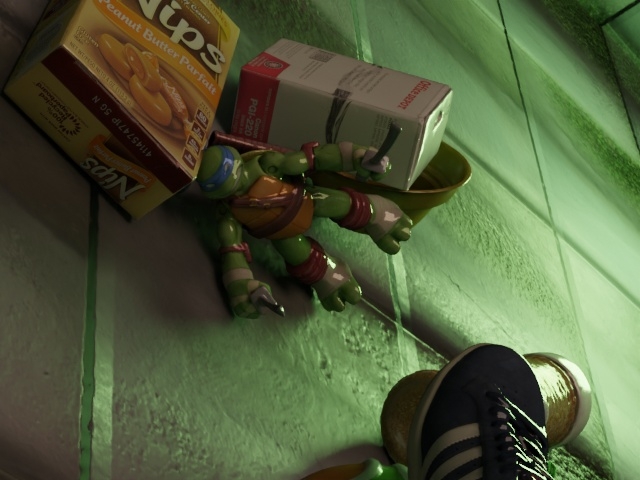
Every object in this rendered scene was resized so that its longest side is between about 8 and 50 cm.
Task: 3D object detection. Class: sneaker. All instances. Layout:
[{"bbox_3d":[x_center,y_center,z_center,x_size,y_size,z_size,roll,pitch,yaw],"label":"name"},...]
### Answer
[{"bbox_3d":[0.139,0.192,1.135,0.131,0.148,0.350,36,41,-17],"label":"sneaker"}]

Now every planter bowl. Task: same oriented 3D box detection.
[{"bbox_3d":[0.063,-0.065,1.856,0.217,0.090,0.217,9,25,-4],"label":"planter bowl"}]

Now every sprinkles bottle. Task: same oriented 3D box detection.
[{"bbox_3d":[0.198,0.198,1.815,0.355,0.121,0.121,1,61,-60],"label":"sprinkles bottle"}]

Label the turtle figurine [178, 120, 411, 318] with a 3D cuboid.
[{"bbox_3d":[0.000,0.000,1.601,0.266,0.274,0.198,27,73,-54],"label":"turtle figurine"}]

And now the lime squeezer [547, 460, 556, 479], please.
[{"bbox_3d":[0.287,0.343,1.846,0.059,0.110,0.310,31,2,-16],"label":"lime squeezer"}]

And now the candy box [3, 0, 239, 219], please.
[{"bbox_3d":[-0.189,-0.184,1.582,0.183,0.087,0.316,47,28,-23],"label":"candy box"}]

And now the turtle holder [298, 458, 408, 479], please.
[{"bbox_3d":[0.073,0.316,1.300,0.320,0.243,0.227,24,19,-11],"label":"turtle holder"}]

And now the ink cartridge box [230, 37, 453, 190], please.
[{"bbox_3d":[0.027,-0.147,1.795,0.217,0.092,0.158,16,24,12],"label":"ink cartridge box"}]
